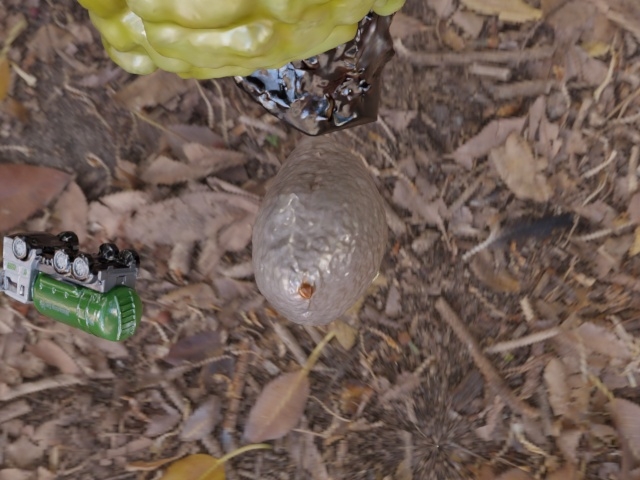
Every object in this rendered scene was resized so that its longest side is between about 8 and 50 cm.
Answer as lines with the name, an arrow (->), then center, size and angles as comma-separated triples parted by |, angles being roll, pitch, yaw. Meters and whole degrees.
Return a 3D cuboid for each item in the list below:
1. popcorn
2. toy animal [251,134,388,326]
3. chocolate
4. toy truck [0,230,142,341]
popcorn -> -0.045, -0.205, 0.589 | 0.225, 0.249, 0.249 | -9, 79, -4
toy animal -> -0.001, 0.004, 1.549 | 0.188, 0.358, 0.227 | 5, 119, 10
chocolate -> 0.008, -0.176, 0.816 | 0.156, 0.133, 0.156 | 15, 56, -23
toy truck -> -0.355, 0.061, 1.584 | 0.242, 0.101, 0.125 | 16, 105, 36
